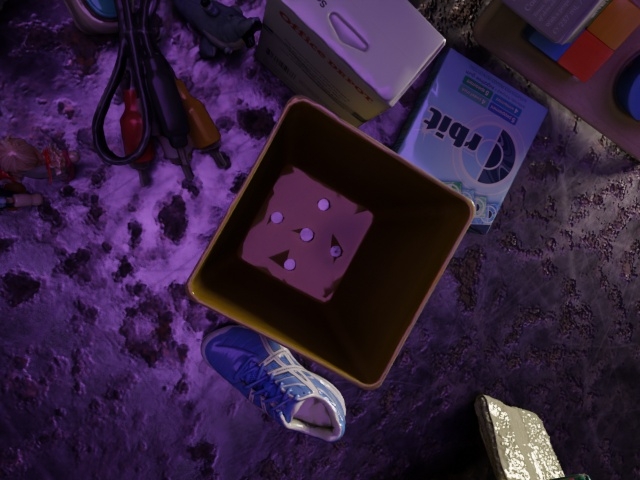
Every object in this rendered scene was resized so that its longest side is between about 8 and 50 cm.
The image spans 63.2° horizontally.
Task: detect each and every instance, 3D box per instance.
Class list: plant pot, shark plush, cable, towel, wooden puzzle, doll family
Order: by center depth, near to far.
[{"bbox_3d":[-0.380,-0.052,0.516,0.262,0.163,0.119,5,94,-11],"label":"doll family"},{"bbox_3d":[-0.198,-0.196,0.564,0.139,0.072,0.288,-17,107,-18],"label":"cable"},{"bbox_3d":[-0.113,-0.234,0.565,0.073,0.161,0.067,-44,133,6],"label":"shark plush"},{"bbox_3d":[0.000,0.000,0.578,0.212,0.187,0.212,30,89,-11],"label":"plant pot"},{"bbox_3d":[0.412,-0.280,0.608,0.347,0.081,0.322,29,123,-13],"label":"wooden puzzle"},{"bbox_3d":[0.262,0.273,0.676,0.109,0.148,0.027,21,120,-12],"label":"towel"}]

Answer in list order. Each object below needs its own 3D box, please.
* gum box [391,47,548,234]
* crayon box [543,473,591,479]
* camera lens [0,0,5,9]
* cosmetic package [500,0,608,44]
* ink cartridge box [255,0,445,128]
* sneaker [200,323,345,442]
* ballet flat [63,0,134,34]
[{"bbox_3d":[0.184,-0.124,0.676,0.156,0.041,0.185,27,89,-12],"label":"gum box"},{"bbox_3d":[0.209,0.382,0.618,0.278,0.081,0.165,-24,118,23],"label":"crayon box"},{"bbox_3d":[-0.413,-0.303,0.434,0.219,0.274,0.220,-1,94,-10],"label":"camera lens"},{"bbox_3d":[0.213,-0.331,0.552,0.238,0.107,0.127,43,127,11],"label":"cosmetic package"},{"bbox_3d":[0.018,-0.203,0.554,0.153,0.208,0.087,41,86,-11],"label":"ink cartridge box"},{"bbox_3d":[-0.051,0.173,0.637,0.211,0.081,0.080,32,90,-10],"label":"sneaker"},{"bbox_3d":[-0.278,-0.341,0.550,0.086,0.086,0.249,-21,106,-8],"label":"ballet flat"}]
